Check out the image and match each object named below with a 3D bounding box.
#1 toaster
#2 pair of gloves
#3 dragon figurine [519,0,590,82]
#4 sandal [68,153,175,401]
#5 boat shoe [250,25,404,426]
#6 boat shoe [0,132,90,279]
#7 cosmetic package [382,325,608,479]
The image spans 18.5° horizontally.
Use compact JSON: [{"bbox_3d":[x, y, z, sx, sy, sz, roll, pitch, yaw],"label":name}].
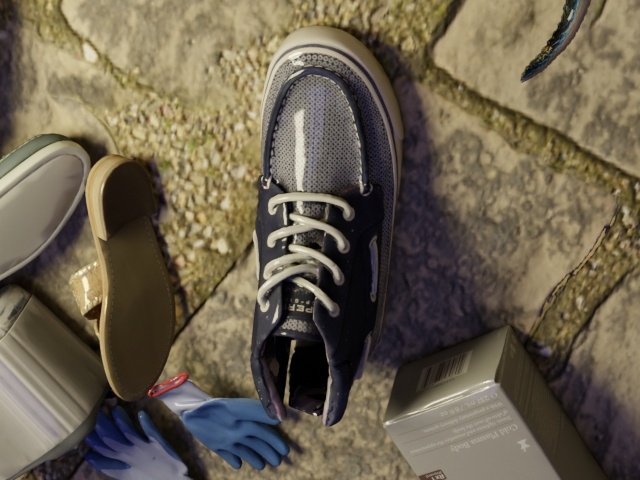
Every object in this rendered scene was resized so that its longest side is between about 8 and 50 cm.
[{"bbox_3d":[-0.302,0.143,1.866,0.227,0.129,0.146,-33,108,30],"label":"toaster"},{"bbox_3d":[-0.130,0.191,1.900,0.198,0.023,0.159,-30,127,29],"label":"pair of gloves"},{"bbox_3d":[0.209,-0.263,1.474,0.144,0.085,0.289,37,120,-9],"label":"dragon figurine"},{"bbox_3d":[-0.194,0.026,1.805,0.079,0.088,0.240,22,126,40],"label":"sandal"},{"bbox_3d":[0.000,0.000,1.667,0.127,0.158,0.341,3,124,13],"label":"boat shoe"},{"bbox_3d":[-0.341,0.000,1.785,0.319,0.099,0.116,-44,149,17],"label":"boat shoe"},{"bbox_3d":[0.172,0.209,1.800,0.127,0.107,0.238,-25,111,25],"label":"cosmetic package"}]
